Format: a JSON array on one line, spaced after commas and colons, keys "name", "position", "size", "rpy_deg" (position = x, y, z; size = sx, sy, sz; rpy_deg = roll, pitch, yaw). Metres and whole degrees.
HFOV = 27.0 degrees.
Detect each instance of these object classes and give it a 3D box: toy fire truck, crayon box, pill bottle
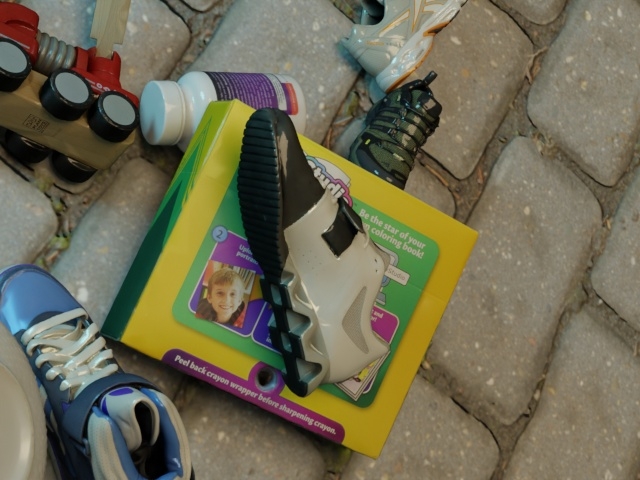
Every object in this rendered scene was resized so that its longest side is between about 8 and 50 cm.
[{"name": "toy fire truck", "position": [-0.311, -0.231, 1.590], "size": [0.217, 0.158, 0.246], "rpy_deg": [24, 44, -27]}, {"name": "crayon box", "position": [-0.032, 0.049, 1.614], "size": [0.363, 0.106, 0.313], "rpy_deg": [28, 81, -21]}, {"name": "pill bottle", "position": [-0.125, -0.159, 1.682], "size": [0.193, 0.108, 0.108], "rpy_deg": [-2, 75, -32]}]

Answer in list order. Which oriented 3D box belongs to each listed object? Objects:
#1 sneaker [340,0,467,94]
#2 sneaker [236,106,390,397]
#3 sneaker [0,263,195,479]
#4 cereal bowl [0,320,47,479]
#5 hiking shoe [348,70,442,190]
[{"name": "sneaker", "position": [0.126, -0.335, 1.902], "size": [0.121, 0.099, 0.262], "rpy_deg": [40, 57, -8]}, {"name": "sneaker", "position": [0.000, 0.000, 1.508], "size": [0.146, 0.122, 0.331], "rpy_deg": [-17, 108, -20]}, {"name": "sneaker", "position": [-0.240, 0.150, 1.432], "size": [0.130, 0.236, 0.323], "rpy_deg": [-21, 86, -34]}, {"name": "cereal bowl", "position": [-0.377, 0.195, 1.271], "size": [0.339, 0.141, 0.339], "rpy_deg": [23, 63, -57]}, {"name": "hiking shoe", "position": [0.106, -0.149, 1.776], "size": [0.086, 0.114, 0.227], "rpy_deg": [33, 36, -16]}]
